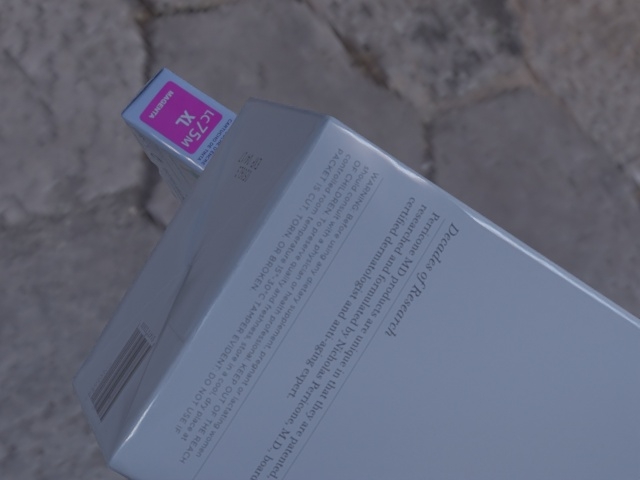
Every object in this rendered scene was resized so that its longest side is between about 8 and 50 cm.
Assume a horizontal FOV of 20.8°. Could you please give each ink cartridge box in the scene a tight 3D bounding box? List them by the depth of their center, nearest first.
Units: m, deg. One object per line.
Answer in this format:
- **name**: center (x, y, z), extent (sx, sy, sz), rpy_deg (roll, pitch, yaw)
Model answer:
- **ink cartridge box**: center (0.000, 0.000, 1.341), extent (0.311, 0.186, 0.065), rpy_deg (36, 80, 20)

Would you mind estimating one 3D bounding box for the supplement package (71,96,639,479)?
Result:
- **supplement package**: center (0.057, 0.085, 0.823), extent (0.293, 0.177, 0.175), rpy_deg (32, 89, -15)
